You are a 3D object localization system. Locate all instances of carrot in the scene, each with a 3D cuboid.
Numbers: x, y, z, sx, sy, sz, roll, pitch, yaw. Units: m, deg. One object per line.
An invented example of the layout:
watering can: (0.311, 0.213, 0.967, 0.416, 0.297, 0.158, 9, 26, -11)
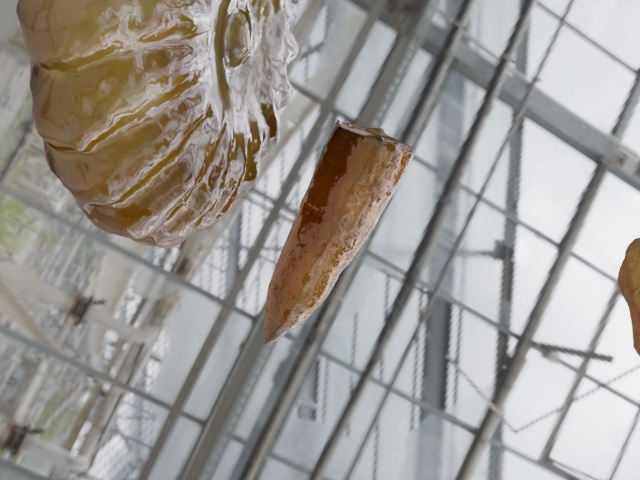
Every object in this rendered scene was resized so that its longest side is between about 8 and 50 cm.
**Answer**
carrot: (0.000, 0.000, 0.783, 0.205, 0.072, 0.072, -61, -162, 13)

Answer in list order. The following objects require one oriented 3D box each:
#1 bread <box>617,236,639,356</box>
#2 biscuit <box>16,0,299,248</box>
bread: (0.461, 0.070, 0.968, 0.172, 0.312, 0.312, 113, -8, -47)
biscuit: (-0.095, -0.154, 0.706, 0.325, 0.107, 0.326, 5, 90, -74)
